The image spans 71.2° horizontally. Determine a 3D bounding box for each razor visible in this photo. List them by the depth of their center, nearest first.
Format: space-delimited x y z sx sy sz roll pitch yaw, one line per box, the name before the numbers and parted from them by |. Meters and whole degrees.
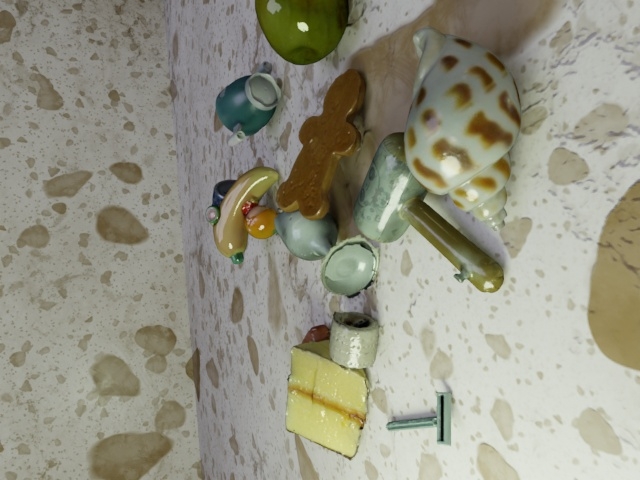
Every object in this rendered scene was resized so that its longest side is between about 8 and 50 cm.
razor | 0.181 0.338 0.827 0.211 0.035 0.084 126 158 -58

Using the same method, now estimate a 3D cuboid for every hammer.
hammer | 0.178 -0.026 0.733 0.306 0.113 0.202 53 141 34

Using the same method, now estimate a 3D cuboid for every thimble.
thimble | 0.069 0.205 0.942 0.115 0.102 0.090 19 109 53

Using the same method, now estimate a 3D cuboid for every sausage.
sausage | -0.017 0.273 1.159 0.065 0.065 0.170 65 147 36

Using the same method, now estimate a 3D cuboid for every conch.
conch | 0.196 -0.151 0.615 0.148 0.182 0.275 6 106 31

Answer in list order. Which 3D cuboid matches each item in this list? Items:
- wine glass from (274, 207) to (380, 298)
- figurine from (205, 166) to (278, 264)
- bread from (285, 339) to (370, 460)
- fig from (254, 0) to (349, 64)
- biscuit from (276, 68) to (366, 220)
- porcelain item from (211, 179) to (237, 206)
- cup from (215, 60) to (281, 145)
wine glass | 0.000 0.000 1.024 0.321 0.143 0.144 -139 51 -57
figurine | -0.225 -0.083 1.411 0.222 0.124 0.325 44 108 23
bread | 0.015 0.374 1.027 0.178 0.135 0.241 29 116 58
fig | -0.032 -0.489 0.979 0.207 0.207 0.230 59 175 42
biscuit | 0.017 -0.207 0.987 0.215 0.047 0.340 24 94 50
porcelain item | -0.311 -0.135 1.590 0.147 0.147 0.114 55 140 45
cup | -0.209 -0.423 1.356 0.173 0.167 0.300 -16 53 53
